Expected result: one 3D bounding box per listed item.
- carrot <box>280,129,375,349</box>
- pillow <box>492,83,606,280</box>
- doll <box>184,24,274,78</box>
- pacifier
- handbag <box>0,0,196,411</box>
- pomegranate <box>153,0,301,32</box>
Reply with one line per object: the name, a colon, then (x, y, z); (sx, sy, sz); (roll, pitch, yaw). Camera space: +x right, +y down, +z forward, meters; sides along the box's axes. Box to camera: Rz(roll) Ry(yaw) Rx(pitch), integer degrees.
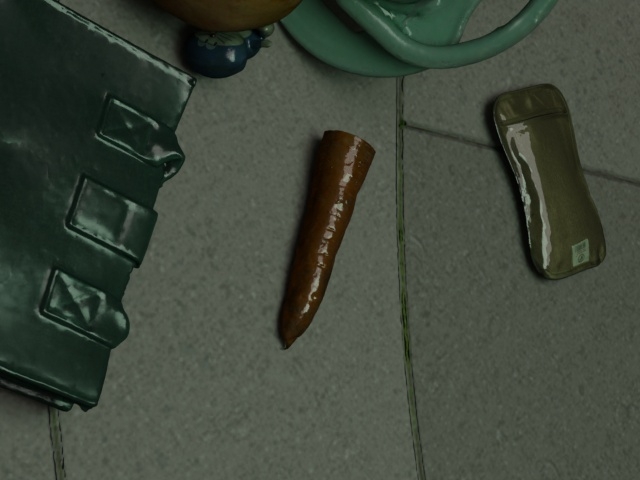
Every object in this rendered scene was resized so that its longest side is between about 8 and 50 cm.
carrot: (0.000, 0.000, 1.407); (0.057, 0.057, 0.224); (27, 68, -28)
pillow: (0.261, -0.068, 1.619); (0.130, 0.033, 0.217); (-18, 90, -40)
doll: (-0.087, -0.185, 1.376); (0.083, 0.076, 0.050); (-40, 139, -42)
pacifier: (0.118, -0.312, 1.456); (0.288, 0.343, 0.269); (51, 17, 3)
handbag: (-0.246, -0.041, 1.213); (0.238, 0.089, 0.326); (28, 63, -28)
pomegranate: (-0.080, -0.279, 1.312); (0.191, 0.191, 0.191); (9, 75, -34)
